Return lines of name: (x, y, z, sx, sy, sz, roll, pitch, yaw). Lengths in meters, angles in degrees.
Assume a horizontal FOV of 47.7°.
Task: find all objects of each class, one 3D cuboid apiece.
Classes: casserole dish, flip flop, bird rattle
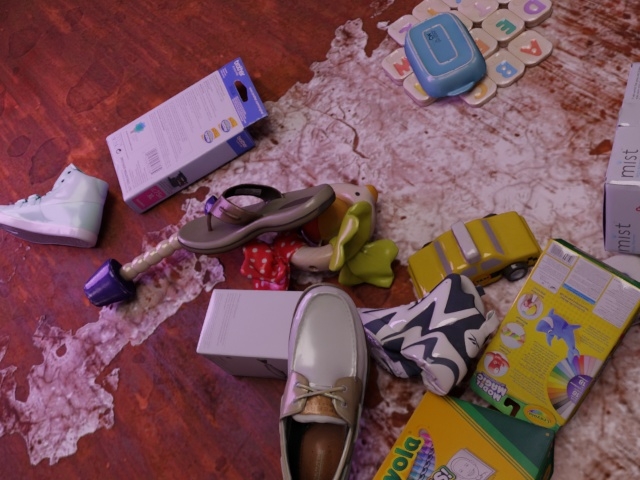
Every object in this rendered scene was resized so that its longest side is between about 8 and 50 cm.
casserole dish: (0.207, -0.323, 1.231, 0.114, 0.037, 0.188, -24, 53, 9)
flip flop: (-0.107, -0.050, 1.110, 0.277, 0.080, 0.112, -14, 29, 32)
bird rattle: (0.000, 0.000, 1.136, 0.254, 0.143, 0.207, -10, 45, 34)

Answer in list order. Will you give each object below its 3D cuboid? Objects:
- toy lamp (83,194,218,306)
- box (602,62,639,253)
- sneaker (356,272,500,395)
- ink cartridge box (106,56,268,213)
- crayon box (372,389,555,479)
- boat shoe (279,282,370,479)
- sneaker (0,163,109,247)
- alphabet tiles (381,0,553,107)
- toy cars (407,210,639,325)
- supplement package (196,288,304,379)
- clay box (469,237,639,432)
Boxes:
toy lamp: (-0.280, 0.025, 1.247, 0.275, 0.080, 0.080, -30, 54, 4)
box: (0.491, -0.107, 0.903, 0.231, 0.126, 0.262, 5, 47, 27)
sneaker: (0.145, 0.107, 0.976, 0.153, 0.094, 0.235, -38, 16, -16)
ink cartridge box: (-0.248, -0.201, 1.375, 0.311, 0.065, 0.185, -31, 53, 7)
crayon box: (0.140, 0.312, 0.817, 0.165, 0.081, 0.278, 13, 43, 30)
boat shoe: (0.006, 0.206, 0.915, 0.113, 0.103, 0.302, 0, 90, 4)
sneaker: (-0.524, -0.075, 1.403, 0.256, 0.094, 0.151, 8, 70, 17)
alphabet tiles: (0.252, -0.356, 1.266, 0.284, 0.021, 0.278, -36, 54, 0)
toy cars: (0.298, 0.038, 0.969, 0.394, 0.087, 0.176, 13, 68, 30)
supplement package: (-0.071, 0.140, 1.065, 0.179, 0.105, 0.105, -1, 61, 25)
clay box: (0.290, 0.123, 0.894, 0.127, 0.053, 0.222, 35, 109, 27)
